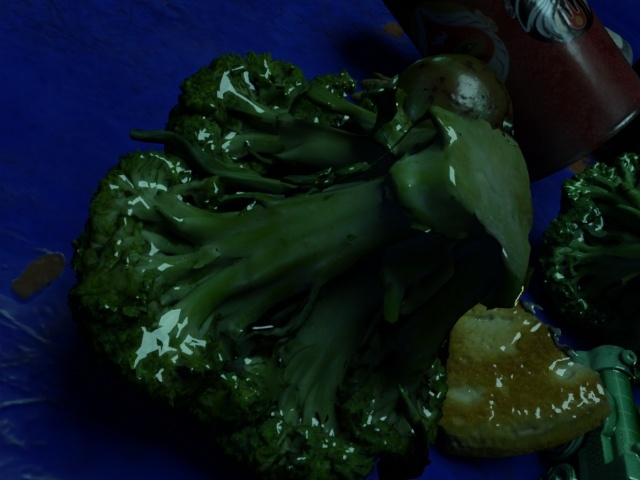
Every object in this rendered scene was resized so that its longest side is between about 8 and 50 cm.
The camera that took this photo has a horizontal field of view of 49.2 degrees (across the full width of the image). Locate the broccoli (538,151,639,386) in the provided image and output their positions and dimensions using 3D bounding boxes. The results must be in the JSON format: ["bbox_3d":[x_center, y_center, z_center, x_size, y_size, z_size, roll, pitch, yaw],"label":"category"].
[{"bbox_3d":[0.383,0.021,0.781,0.241,0.269,0.262,12,60,-76],"label":"broccoli"}]

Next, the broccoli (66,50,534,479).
[{"bbox_3d":[0.000,0.000,0.476,0.303,0.283,0.322,21,60,-34],"label":"broccoli"}]

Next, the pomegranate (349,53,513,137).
[{"bbox_3d":[0.127,-0.145,0.814,0.205,0.159,0.159,27,31,34],"label":"pomegranate"}]

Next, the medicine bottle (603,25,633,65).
[{"bbox_3d":[0.319,-0.295,1.075,0.273,0.165,0.165,28,41,-8],"label":"medicine bottle"}]

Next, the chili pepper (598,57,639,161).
[{"bbox_3d":[0.585,-0.204,1.122,0.233,0.257,0.248,46,41,1],"label":"chili pepper"}]

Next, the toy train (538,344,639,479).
[{"bbox_3d":[0.252,0.173,0.633,0.071,0.105,0.178,26,40,-8],"label":"toy train"}]

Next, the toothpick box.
[{"bbox_3d":[0.237,-0.262,0.894,0.333,0.204,0.204,53,39,-8],"label":"toothpick box"}]

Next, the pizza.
[{"bbox_3d":[0.155,0.108,0.642,0.154,0.069,0.194,-15,44,3],"label":"pizza"}]
